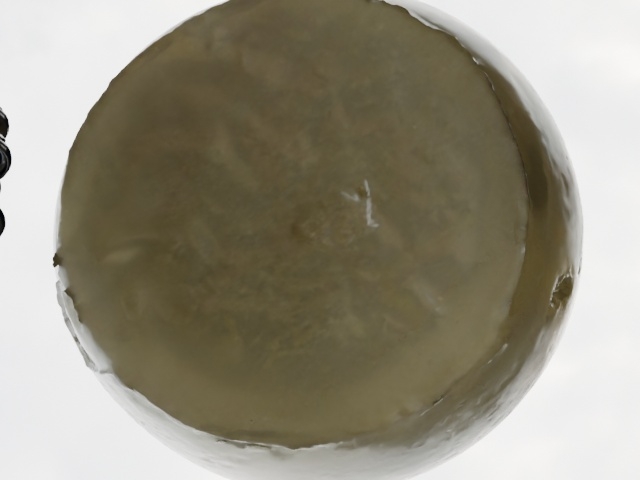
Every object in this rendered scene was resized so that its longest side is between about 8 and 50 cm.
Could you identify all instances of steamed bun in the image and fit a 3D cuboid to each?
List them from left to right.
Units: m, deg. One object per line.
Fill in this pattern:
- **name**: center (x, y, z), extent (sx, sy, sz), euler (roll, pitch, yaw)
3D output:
- **steamed bun**: center (0.000, 0.000, 0.824), extent (0.324, 0.206, 0.324), euler (-2, -101, 10)

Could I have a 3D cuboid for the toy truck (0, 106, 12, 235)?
- **toy truck**: center (-0.193, -0.035, 0.621), extent (0.090, 0.056, 0.073), euler (4, -64, -20)
